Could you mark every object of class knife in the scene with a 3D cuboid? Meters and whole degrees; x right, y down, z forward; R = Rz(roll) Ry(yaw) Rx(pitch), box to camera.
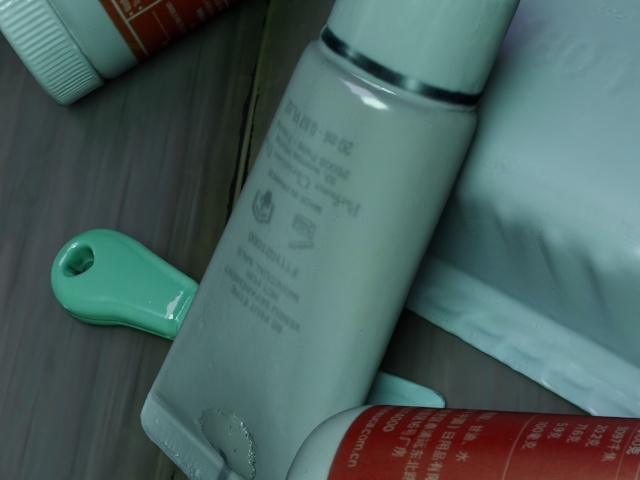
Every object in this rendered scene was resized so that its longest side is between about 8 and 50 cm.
[{"bbox_3d":[-0.050,0.059,1.022,0.260,0.034,0.063,24,72,32],"label":"knife"}]

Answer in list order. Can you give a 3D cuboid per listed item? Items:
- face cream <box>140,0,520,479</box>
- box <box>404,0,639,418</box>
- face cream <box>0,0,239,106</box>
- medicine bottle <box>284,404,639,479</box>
[{"bbox_3d":[0.000,0.000,0.929,0.143,0.089,0.314,39,112,37],"label":"face cream"},{"bbox_3d":[0.151,-0.063,0.972,0.337,0.106,0.264,29,70,37],"label":"box"},{"bbox_3d":[-0.133,-0.212,1.150,0.187,0.201,0.201,-32,48,-1],"label":"face cream"},{"bbox_3d":[0.113,0.140,0.817,0.250,0.131,0.131,1,56,24],"label":"medicine bottle"}]
